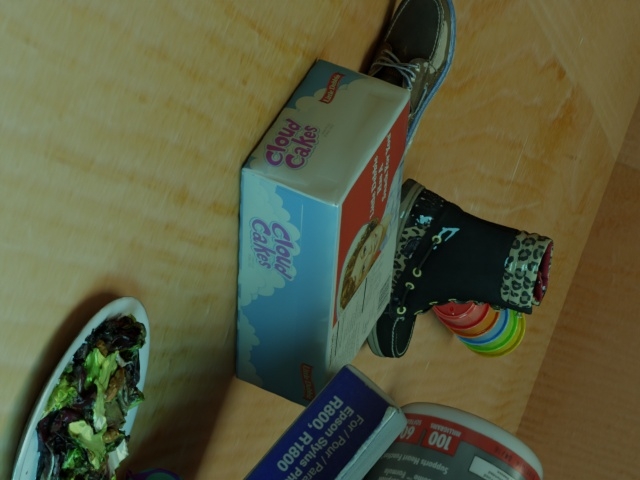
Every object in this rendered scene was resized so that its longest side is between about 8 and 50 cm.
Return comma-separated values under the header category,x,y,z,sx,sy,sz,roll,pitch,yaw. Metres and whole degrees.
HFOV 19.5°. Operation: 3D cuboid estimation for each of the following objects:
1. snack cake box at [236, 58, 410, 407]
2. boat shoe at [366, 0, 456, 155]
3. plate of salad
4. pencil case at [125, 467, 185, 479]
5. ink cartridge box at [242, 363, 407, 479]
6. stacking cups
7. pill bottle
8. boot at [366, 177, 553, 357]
category,x,y,z,sx,sy,sz,roll,pitch,yaw
snack cake box,0.000,0.000,1.577,0.152,0.089,0.264,-55,160,-39
boat shoe,0.074,-0.145,1.699,0.066,0.066,0.183,-26,135,-68
plate of salad,-0.155,0.135,1.270,0.200,0.048,0.199,20,90,-75
pencil case,-0.148,0.229,1.375,0.151,0.070,0.064,-47,159,-57
ink cartridge box,-0.059,0.239,1.466,0.324,0.071,0.330,-49,171,-4
stacking cups,0.207,0.087,2.460,0.316,0.096,0.096,43,67,-73
pill bottle,0.120,0.402,2.312,0.210,0.210,0.363,79,33,-64
boot,0.147,0.058,2.009,0.085,0.179,0.236,-54,158,-47
